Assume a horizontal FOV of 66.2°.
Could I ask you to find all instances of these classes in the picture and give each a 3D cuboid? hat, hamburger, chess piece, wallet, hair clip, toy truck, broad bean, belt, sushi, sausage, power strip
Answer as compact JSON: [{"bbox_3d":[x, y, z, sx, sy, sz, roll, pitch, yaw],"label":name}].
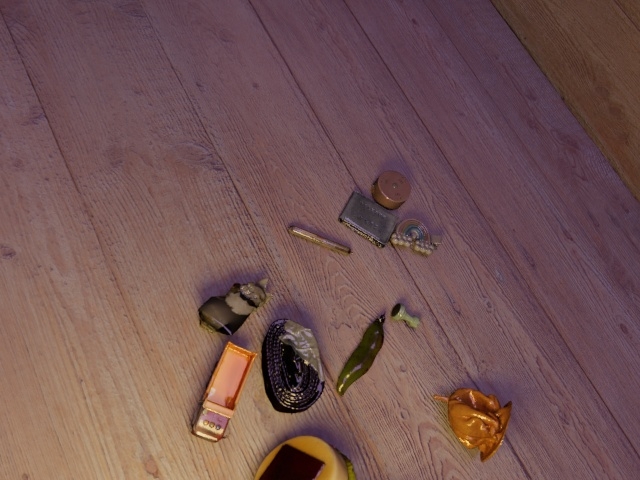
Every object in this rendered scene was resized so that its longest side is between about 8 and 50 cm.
[{"bbox_3d":[0.487,0.589,1.658,0.233,0.234,0.244,27,15,16],"label":"hat"},{"bbox_3d":[-0.044,0.691,1.354,0.302,0.302,0.170,-41,122,-31],"label":"hamburger"},{"bbox_3d":[0.317,0.281,1.808,0.103,0.067,0.067,32,59,-14],"label":"chess piece"},{"bbox_3d":[0.195,-0.086,1.949,0.222,0.036,0.167,33,59,-3],"label":"wallet"},{"bbox_3d":[0.386,-0.019,1.972,0.220,0.054,0.140,19,62,-15],"label":"hair clip"},{"bbox_3d":[-0.287,0.449,1.453,0.114,0.135,0.271,25,60,-9],"label":"toy truck"},{"bbox_3d":[0.156,0.388,1.693,0.077,0.061,0.339,33,58,5],"label":"broad bean"},{"bbox_3d":[-0.090,0.388,1.542,0.184,0.164,0.289,-6,66,-17],"label":"belt"},{"bbox_3d":[-0.272,0.213,1.603,0.134,0.109,0.273,42,44,7],"label":"sushi"},{"bbox_3d":[0.000,0.000,1.835,0.268,0.033,0.033,21,60,-10],"label":"sausage"},{"bbox_3d":[0.288,-0.208,2.017,0.154,0.078,0.154,8,64,-17],"label":"power strip"}]
